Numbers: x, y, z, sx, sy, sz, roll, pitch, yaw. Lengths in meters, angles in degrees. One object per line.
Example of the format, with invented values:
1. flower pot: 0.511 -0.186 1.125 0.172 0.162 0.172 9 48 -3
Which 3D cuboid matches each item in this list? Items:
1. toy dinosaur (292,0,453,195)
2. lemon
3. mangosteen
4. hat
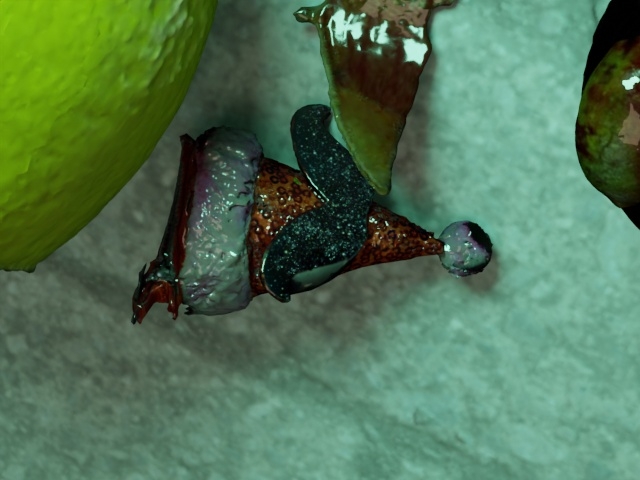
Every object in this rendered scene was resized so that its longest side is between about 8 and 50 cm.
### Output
1. toy dinosaur: 0.053 -0.218 1.124 0.206 0.113 0.327 36 120 -1
2. lemon: -0.211 -0.186 1.105 0.364 0.364 0.364 8 118 15
3. mangosteen: 0.237 -0.072 1.054 0.211 0.250 0.211 8 113 19
4. hat: 0.000 0.000 1.256 0.227 0.140 0.129 7 129 1
